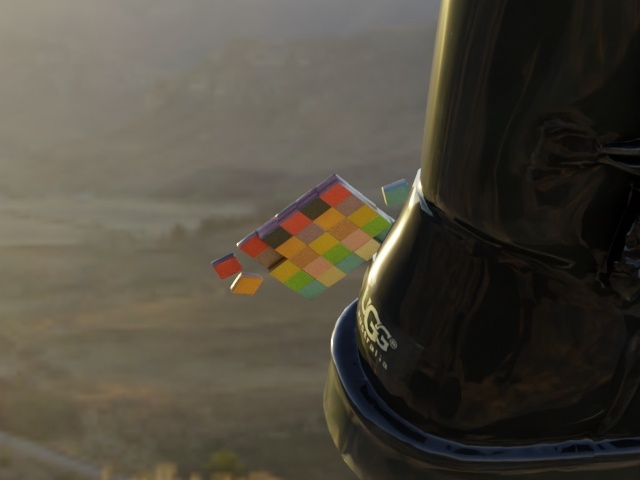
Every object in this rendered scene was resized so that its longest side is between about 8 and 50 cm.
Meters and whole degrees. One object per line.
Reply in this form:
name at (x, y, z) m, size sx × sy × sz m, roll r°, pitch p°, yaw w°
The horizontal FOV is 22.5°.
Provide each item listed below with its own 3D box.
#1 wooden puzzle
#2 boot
wooden puzzle at (0.000, 0.000, 0.639) m, size 0.083 × 0.006 × 0.049 m, roll -36°, pitch -41°, yaw 16°
boot at (0.128, -0.029, 0.401) m, size 0.246 × 0.207 × 0.094 m, roll -5°, pitch 48°, yaw -22°
